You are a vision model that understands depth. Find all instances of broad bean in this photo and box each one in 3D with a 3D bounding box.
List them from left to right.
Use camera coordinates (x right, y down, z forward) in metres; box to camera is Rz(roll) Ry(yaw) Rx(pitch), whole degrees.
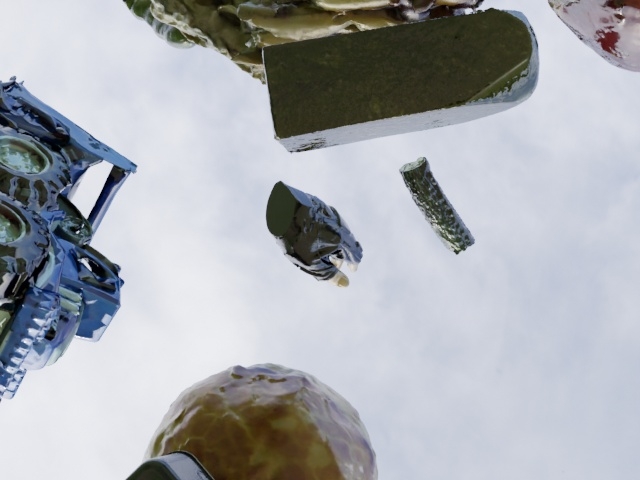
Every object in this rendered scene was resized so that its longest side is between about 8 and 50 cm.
[{"bbox_3d":[-0.249,-0.348,1.221,0.052,0.052,0.256,-58,-136,8],"label":"broad bean"}]

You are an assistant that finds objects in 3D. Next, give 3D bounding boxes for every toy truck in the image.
[{"bbox_3d":[-0.188,-0.003,0.485,0.113,0.126,0.208,-54,-149,27],"label":"toy truck"}]

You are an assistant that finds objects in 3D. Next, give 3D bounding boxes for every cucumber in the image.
[{"bbox_3d":[0.193,-0.055,1.280,0.058,0.187,0.058,-28,-151,17],"label":"cucumber"}]

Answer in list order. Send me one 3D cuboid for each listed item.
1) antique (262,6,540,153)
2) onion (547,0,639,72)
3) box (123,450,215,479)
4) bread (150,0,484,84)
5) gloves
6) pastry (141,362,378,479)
[{"bbox_3d":[0.069,-0.133,0.646,0.220,0.081,0.080,-8,-92,5],"label":"antique"},{"bbox_3d":[0.143,-0.125,0.322,0.097,0.107,0.107,5,-104,19],"label":"onion"},{"bbox_3d":[-0.199,0.352,0.881,0.201,0.090,0.144,-45,-107,0],"label":"box"},{"bbox_3d":[-0.009,-0.270,0.893,0.369,0.192,0.314,-1,-146,5],"label":"bread"},{"bbox_3d":[0.000,0.000,1.329,0.124,0.203,0.164,-37,-132,30],"label":"gloves"},{"bbox_3d":[-0.091,0.371,1.198,0.388,0.313,0.389,11,-122,-18],"label":"pastry"}]
